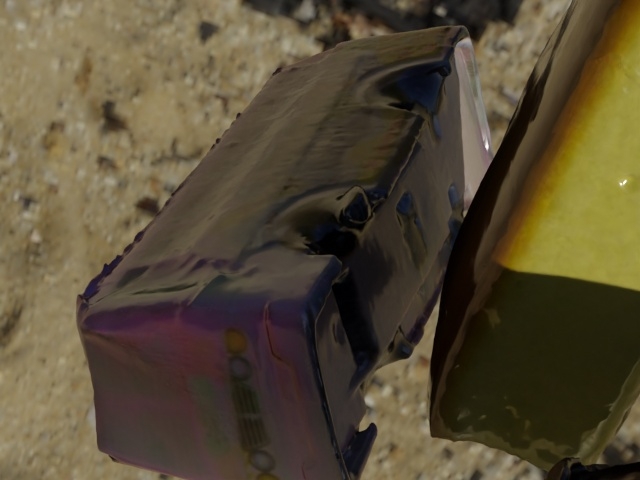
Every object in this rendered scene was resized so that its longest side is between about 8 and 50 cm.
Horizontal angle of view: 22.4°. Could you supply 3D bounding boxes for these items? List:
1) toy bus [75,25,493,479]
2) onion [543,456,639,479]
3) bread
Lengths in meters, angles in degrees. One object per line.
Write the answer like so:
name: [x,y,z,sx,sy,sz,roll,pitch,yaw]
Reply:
toy bus: [0.000,-0.001,0.666,0.112,0.090,0.274,-3,25,20]
onion: [0.106,0.135,0.380,0.272,0.195,0.272,-4,37,3]
bread: [0.133,-0.099,0.514,0.077,0.361,0.138,23,29,0]
